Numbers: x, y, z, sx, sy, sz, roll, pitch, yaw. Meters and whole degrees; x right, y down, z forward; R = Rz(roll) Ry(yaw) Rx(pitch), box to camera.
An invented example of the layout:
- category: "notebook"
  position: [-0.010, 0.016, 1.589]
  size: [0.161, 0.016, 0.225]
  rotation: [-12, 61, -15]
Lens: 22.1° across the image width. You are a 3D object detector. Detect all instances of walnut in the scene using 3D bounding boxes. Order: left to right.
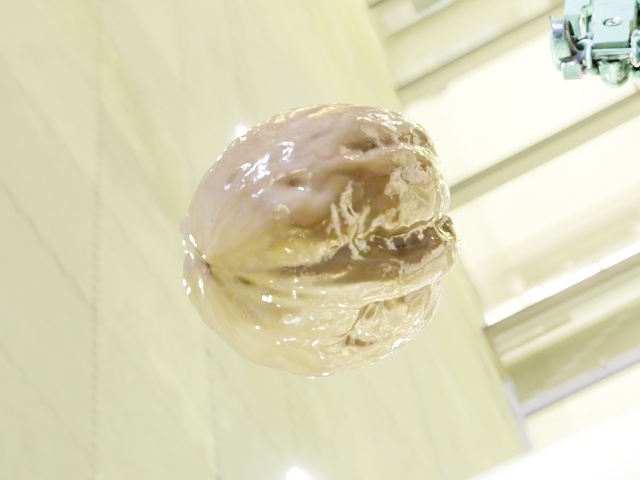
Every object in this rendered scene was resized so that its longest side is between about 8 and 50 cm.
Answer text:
- category: "walnut"
  position: [0.000, 0.000, 0.913]
  size: [0.149, 0.166, 0.166]
  rotation: [24, -24, 45]

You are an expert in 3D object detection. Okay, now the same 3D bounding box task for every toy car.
- category: "toy car"
  position: [0.171, -0.131, 0.946]
  size: [0.143, 0.073, 0.054]
  rotation: [-74, 158, -55]
